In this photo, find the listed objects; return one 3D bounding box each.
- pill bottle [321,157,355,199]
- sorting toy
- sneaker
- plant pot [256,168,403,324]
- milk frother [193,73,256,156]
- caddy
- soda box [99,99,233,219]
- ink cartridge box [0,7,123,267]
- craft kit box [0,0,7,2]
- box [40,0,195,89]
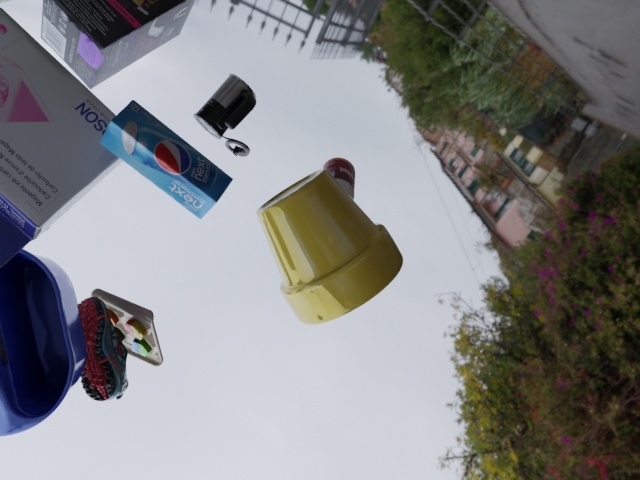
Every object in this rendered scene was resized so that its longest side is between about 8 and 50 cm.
[{"bbox_3d":[0.038,-0.124,1.189,0.086,0.086,0.152,22,-143,-12],"label":"pill bottle"},{"bbox_3d":[-0.513,0.238,1.338,0.192,0.208,0.038,19,-139,15],"label":"sorting toy"},{"bbox_3d":[-0.542,0.269,1.250,0.125,0.104,0.262,68,-177,-72],"label":"sneaker"},{"bbox_3d":[0.000,0.000,1.015,0.239,0.254,0.254,57,-156,-13],"label":"plant pot"},{"bbox_3d":[-0.203,-0.294,1.217,0.129,0.135,0.143,35,171,26],"label":"milk frother"},{"bbox_3d":[-0.576,0.174,0.921,0.241,0.342,0.179,-13,180,-11],"label":"caddy"},{"bbox_3d":[-0.261,-0.135,0.866,0.210,0.071,0.067,38,-131,-17],"label":"soda box"},{"bbox_3d":[-0.549,-0.179,0.868,0.324,0.071,0.330,44,-114,-11],"label":"ink cartridge box"},{"bbox_3d":[-0.451,-0.527,0.914,0.061,0.249,0.247,57,-159,-27],"label":"craft kit box"},{"bbox_3d":[-0.409,-0.465,1.039,0.143,0.165,0.270,48,-123,-11],"label":"box"}]
